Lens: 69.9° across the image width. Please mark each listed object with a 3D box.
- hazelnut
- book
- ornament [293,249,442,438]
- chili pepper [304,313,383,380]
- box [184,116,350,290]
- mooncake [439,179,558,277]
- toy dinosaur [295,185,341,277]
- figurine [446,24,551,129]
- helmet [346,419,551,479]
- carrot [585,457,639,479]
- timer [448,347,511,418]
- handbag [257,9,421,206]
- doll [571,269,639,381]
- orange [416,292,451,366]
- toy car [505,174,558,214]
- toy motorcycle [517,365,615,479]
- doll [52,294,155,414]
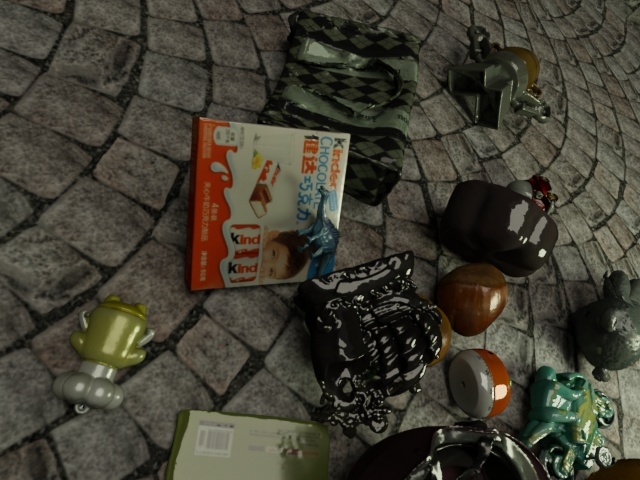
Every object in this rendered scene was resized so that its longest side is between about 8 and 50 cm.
[{"bbox_3d":[0.318,0.123,0.945,0.151,0.150,0.150,12,62,-23],"label":"hazelnut"},{"bbox_3d":[-0.110,0.425,0.629,0.240,0.035,0.351,16,61,-20],"label":"book"},{"bbox_3d":[0.093,0.171,0.756,0.252,0.106,0.260,-17,74,-19],"label":"ornament"},{"bbox_3d":[0.035,0.189,0.809,0.182,0.050,0.073,38,75,2],"label":"chili pepper"},{"bbox_3d":[-0.085,-0.056,0.770,0.265,0.048,0.272,-3,107,-29],"label":"box"},{"bbox_3d":[0.375,-0.022,0.987,0.245,0.245,0.133,31,78,-13],"label":"mooncake"},{"bbox_3d":[0.000,0.000,0.781,0.080,0.197,0.045,-28,39,-35],"label":"toy dinosaur"},{"bbox_3d":[0.526,-0.467,1.320,0.285,0.167,0.342,-38,109,-28],"label":"figurine"},{"bbox_3d":[0.175,0.414,0.689,0.339,0.197,0.270,6,73,-34],"label":"helmet"},{"bbox_3d":[0.688,0.600,0.863,0.224,0.224,0.340,-36,84,-36],"label":"carrot"},{"bbox_3d":[0.322,0.275,0.894,0.136,0.099,0.136,5,77,-22],"label":"timer"},{"bbox_3d":[0.036,-0.309,0.984,0.317,0.180,0.415,18,60,-6],"label":"handbag"},{"bbox_3d":[0.722,0.203,1.142,0.341,0.158,0.245,-28,114,-49],"label":"doll"},{"bbox_3d":[0.181,0.173,0.868,0.160,0.112,0.169,39,66,-8],"label":"orange"},{"bbox_3d":[0.538,-0.116,1.205,0.112,0.112,0.139,15,50,-4],"label":"toy car"},{"bbox_3d":[0.510,0.366,0.950,0.297,0.109,0.198,-31,82,-37],"label":"toy motorcycle"},{"bbox_3d":[-0.300,0.157,0.636,0.106,0.062,0.162,21,58,-14],"label":"doll"}]
